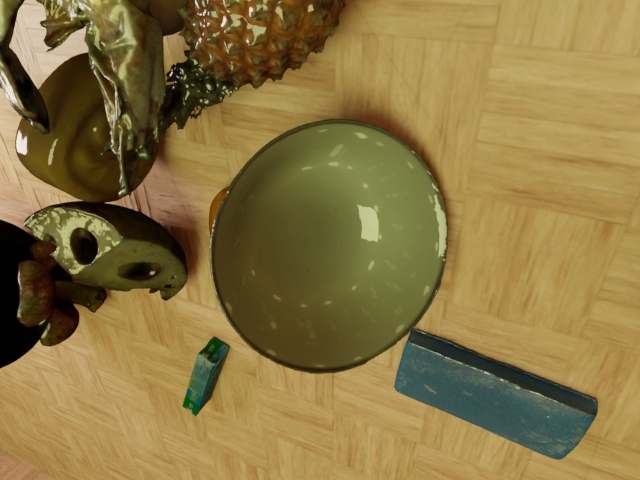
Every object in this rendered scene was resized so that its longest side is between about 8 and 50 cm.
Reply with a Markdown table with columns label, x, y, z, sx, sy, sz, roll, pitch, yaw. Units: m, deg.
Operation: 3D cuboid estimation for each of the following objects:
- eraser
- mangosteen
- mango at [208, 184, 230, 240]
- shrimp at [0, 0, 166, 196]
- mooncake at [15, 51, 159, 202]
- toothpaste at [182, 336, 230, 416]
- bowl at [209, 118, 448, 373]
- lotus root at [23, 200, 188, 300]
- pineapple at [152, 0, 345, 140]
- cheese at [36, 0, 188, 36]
| label | x | y | z | sx | sy | sz | roll | pitch | yaw |
| --- | --- | --- | --- | --- | --- | --- | --- | --- | --- |
| eraser | 0.286 | 0.266 | 0.835 | 0.311 | 0.043 | 0.144 | 20 | 129 | 16 |
| mangosteen | -0.756 | 0.136 | 1.129 | 0.435 | 0.382 | 0.382 | 12 | 129 | 1 |
| mango | -0.139 | 0.009 | 0.854 | 0.141 | 0.102 | 0.217 | 18 | 127 | 25 |
| shrimp | -0.309 | -0.223 | 0.607 | 0.246 | 0.085 | 0.360 | -7 | 114 | 9 |
| mooncake | -0.353 | -0.166 | 0.770 | 0.117 | 0.235 | 0.235 | 28 | 131 | 11 |
| toothpaste | -0.285 | 0.340 | 1.192 | 0.050 | 0.065 | 0.267 | 31 | 132 | 6 |
| bowl | 0.000 | 0.000 | 0.698 | 0.337 | 0.337 | 0.157 | 62 | 167 | -20 |
| lotus root | -0.363 | 0.001 | 0.907 | 0.142 | 0.314 | 0.210 | -42 | 79 | 1 |
| pineapple | -0.129 | -0.249 | 0.627 | 0.361 | 0.175 | 0.175 | -25 | 108 | 38 |
| cheese | -0.331 | -0.457 | 0.611 | 0.328 | 0.130 | 0.351 | 14 | 130 | 18 |
